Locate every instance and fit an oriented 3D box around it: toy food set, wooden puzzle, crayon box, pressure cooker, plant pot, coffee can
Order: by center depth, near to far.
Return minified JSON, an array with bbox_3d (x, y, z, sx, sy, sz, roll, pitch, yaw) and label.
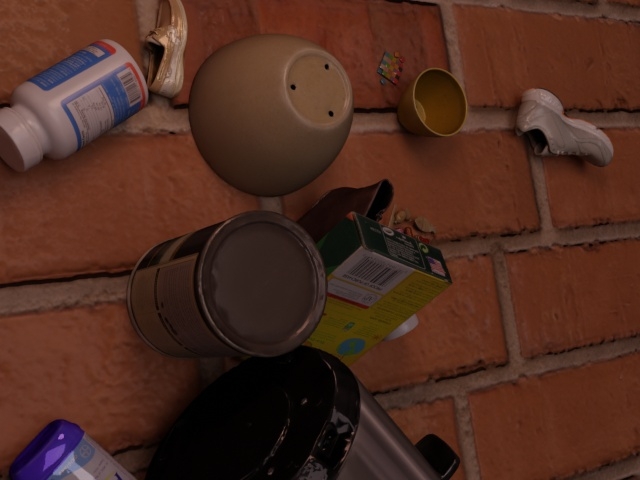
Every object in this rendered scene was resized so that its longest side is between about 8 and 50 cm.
[{"bbox_3d":[-0.008,0.413,1.233,0.420,0.370,0.375,51,35,-25],"label":"pressure cooker"},{"bbox_3d":[-0.147,0.076,1.266,0.202,0.275,0.201,6,79,-32],"label":"coffee can"},{"bbox_3d":[0.030,0.103,1.387,0.202,0.318,0.081,22,38,-36],"label":"crayon box"},{"bbox_3d":[-0.052,-0.229,1.427,0.284,0.191,0.284,6,79,-33],"label":"plant pot"},{"bbox_3d":[0.171,-0.019,1.640,0.122,0.019,0.078,31,67,-33],"label":"toy food set"},{"bbox_3d":[0.204,-0.257,1.651,0.134,0.095,0.134,6,78,-32],"label":"plant pot"},{"bbox_3d":[0.139,-0.341,1.676,0.049,0.006,0.083,31,67,-25],"label":"wooden puzzle"}]

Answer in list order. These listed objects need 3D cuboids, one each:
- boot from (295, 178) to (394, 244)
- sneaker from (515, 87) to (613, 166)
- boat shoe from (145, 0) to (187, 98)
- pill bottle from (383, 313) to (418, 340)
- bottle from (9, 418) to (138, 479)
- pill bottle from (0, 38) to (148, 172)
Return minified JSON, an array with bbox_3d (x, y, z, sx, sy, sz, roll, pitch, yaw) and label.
[{"bbox_3d":[0.000,0.000,1.413,0.090,0.207,0.248,44,62,-19],"label":"boot"},{"bbox_3d":[0.525,-0.217,1.862,0.262,0.099,0.121,31,75,-17],"label":"sneaker"},{"bbox_3d":[-0.256,-0.320,1.386,0.059,0.063,0.170,5,81,-38],"label":"boat shoe"},{"bbox_3d":[0.103,0.083,1.526,0.108,0.108,0.180,-31,100,-32],"label":"pill bottle"},{"bbox_3d":[-0.310,0.385,1.221,0.283,0.092,0.118,49,66,-17],"label":"bottle"},{"bbox_3d":[-0.376,-0.196,1.254,0.221,0.124,0.124,-40,104,-31],"label":"pill bottle"}]
